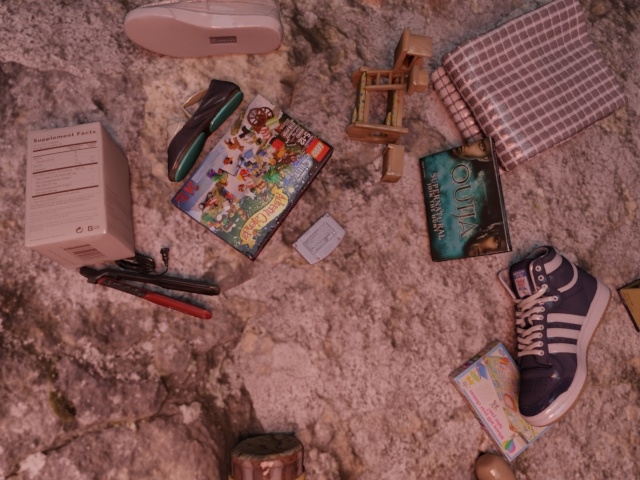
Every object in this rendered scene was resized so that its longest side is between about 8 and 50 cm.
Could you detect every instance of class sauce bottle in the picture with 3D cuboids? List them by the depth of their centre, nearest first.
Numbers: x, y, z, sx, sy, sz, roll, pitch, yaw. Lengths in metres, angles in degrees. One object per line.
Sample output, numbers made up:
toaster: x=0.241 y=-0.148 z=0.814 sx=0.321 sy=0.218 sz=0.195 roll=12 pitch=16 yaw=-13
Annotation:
sauce bottle: x=-0.074 y=0.458 z=0.551 sx=0.111 sy=0.111 sz=0.344 roll=1 pitch=80 yaw=-6

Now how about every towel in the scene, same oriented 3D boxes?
towel: x=0.372 y=-0.273 z=0.716 sx=0.283 sy=0.121 sz=0.235 roll=-30 pitch=86 yaw=-10

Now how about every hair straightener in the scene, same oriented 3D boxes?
hair straightener: x=-0.268 y=0.052 z=0.640 sx=0.230 sy=0.047 sz=0.089 roll=15 pitch=62 yaw=2

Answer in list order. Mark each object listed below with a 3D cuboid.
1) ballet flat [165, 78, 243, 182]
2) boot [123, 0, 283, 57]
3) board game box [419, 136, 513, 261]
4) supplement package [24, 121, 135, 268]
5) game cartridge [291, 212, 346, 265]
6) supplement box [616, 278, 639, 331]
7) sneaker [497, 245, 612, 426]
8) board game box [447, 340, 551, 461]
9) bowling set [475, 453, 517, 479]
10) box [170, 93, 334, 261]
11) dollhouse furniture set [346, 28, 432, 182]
ballet flat: x=-0.206 y=-0.188 z=0.666 sx=0.074 sy=0.074 sz=0.203 roll=31 pitch=73 yaw=0
boot: x=-0.198 y=-0.395 z=0.699 sx=0.258 sy=0.095 sz=0.123 roll=-4 pitch=75 yaw=-15
board game box: x=0.237 y=-0.064 z=0.674 sx=0.126 sy=0.026 sz=0.186 roll=-13 pitch=79 yaw=37
supplement package: x=-0.349 y=-0.064 z=0.597 sx=0.105 sy=0.105 sz=0.179 roll=-11 pitch=70 yaw=-6
game cartridge: x=0.000 y=0.000 z=0.684 sx=0.083 sy=0.017 sz=0.056 roll=-43 pitch=84 yaw=-11
supplement box: x=0.578 y=0.110 z=0.692 sx=0.056 sy=0.083 sz=0.083 roll=-21 pitch=83 yaw=-9
sneaker: x=0.342 y=0.132 z=0.643 sx=0.153 sy=0.099 sz=0.282 roll=41 pitch=64 yaw=-1
board game box: x=0.297 y=0.260 z=0.666 sx=0.103 sy=0.026 sz=0.154 roll=-33 pitch=85 yaw=-11
bowling set: x=0.211 y=0.453 z=0.545 sx=0.287 sy=0.200 sz=0.154 roll=-30 pitch=86 yaw=-6
box: x=-0.108 y=-0.105 z=0.674 sx=0.159 sy=0.044 sz=0.233 roll=35 pitch=79 yaw=1
dollhouse furniture set: x=0.101 y=-0.209 z=0.655 sx=0.101 sy=0.161 sz=0.182 roll=6 pitch=79 yaw=-5
